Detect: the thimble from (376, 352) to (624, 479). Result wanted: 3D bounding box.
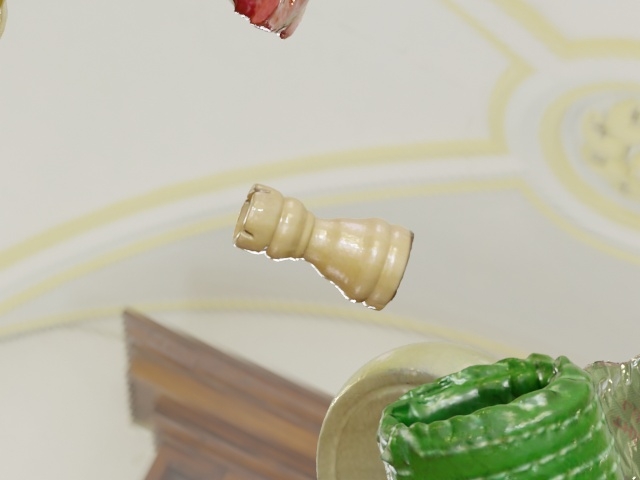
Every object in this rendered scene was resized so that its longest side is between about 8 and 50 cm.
[{"bbox_3d":[0.098,0.123,0.914,0.118,0.130,0.090,-153,-135,-73],"label":"thimble"}]

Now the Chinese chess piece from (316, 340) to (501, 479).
[{"bbox_3d":[0.104,0.206,1.427,0.238,0.092,0.237,7,-77,31],"label":"Chinese chess piece"}]

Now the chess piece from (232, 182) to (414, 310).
[{"bbox_3d":[0.000,0.000,1.182,0.122,0.066,0.066,22,-28,-10],"label":"chess piece"}]

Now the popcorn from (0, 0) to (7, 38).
[{"bbox_3d":[-0.329,-0.178,1.206,0.191,0.253,0.190,18,-13,10],"label":"popcorn"}]

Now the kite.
[{"bbox_3d":[0.257,0.116,1.124,0.013,0.323,0.267,-1,-84,43],"label":"kite"}]

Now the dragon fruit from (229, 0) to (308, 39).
[{"bbox_3d":[-0.049,-0.270,1.073,0.262,0.211,0.134,46,20,21],"label":"dragon fruit"}]
